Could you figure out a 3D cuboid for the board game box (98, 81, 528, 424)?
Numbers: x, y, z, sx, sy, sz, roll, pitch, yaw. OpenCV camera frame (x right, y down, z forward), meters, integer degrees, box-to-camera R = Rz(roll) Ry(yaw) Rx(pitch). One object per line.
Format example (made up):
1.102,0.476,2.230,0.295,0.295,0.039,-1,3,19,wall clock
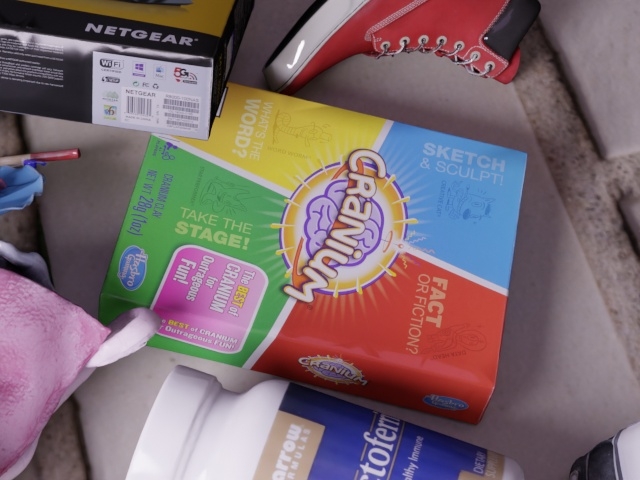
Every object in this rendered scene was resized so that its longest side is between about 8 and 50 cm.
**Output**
0.000,0.000,1.304,0.316,0.064,0.242,13,56,-1,board game box

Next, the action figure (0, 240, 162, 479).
-0.290,0.192,1.087,0.275,0.248,0.370,22,50,-28,action figure

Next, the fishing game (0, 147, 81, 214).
-0.301,-0.033,1.190,0.189,0.041,0.264,-5,18,21,fishing game

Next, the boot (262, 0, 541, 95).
0.081,-0.176,1.429,0.244,0.088,0.176,-42,104,-7,boot

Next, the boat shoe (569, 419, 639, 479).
0.236,0.276,1.143,0.108,0.102,0.301,27,43,-38,boat shoe

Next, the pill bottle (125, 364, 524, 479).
0.000,0.189,1.127,0.264,0.153,0.153,18,56,3,pill bottle

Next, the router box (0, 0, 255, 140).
-0.220,-0.198,1.326,0.308,0.081,0.243,8,35,2,router box
